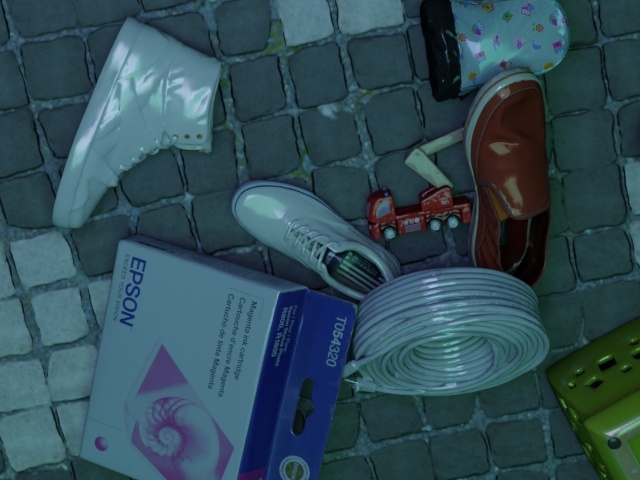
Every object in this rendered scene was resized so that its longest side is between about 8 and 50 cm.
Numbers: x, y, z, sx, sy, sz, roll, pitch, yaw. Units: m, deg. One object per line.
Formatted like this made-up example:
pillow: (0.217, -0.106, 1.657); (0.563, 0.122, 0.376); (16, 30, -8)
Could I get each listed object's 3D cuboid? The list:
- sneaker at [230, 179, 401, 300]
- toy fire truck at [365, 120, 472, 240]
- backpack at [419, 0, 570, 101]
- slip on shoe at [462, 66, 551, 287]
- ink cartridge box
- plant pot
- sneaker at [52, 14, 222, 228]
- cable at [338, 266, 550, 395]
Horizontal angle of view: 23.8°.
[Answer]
sneaker: (0.000, 0.000, 2.028); (0.258, 0.091, 0.094); (27, 103, -11)
toy fire truck: (0.150, -0.081, 2.039); (0.192, 0.047, 0.135); (-10, 106, 0)
backpack: (0.229, -0.256, 1.959); (0.182, 0.115, 0.152); (-9, 104, -4)
slip on shoe: (0.254, -0.074, 1.967); (0.123, 0.101, 0.331); (-20, 129, -23)
ink cartridge box: (-0.143, 0.190, 2.024); (0.330, 0.071, 0.324); (17, 105, 18)
plant pot: (0.468, 0.250, 2.074); (0.228, 0.207, 0.227); (-29, 106, 6)
sneaker: (-0.229, -0.124, 1.971); (0.169, 0.108, 0.292); (23, 102, -7)
cable: (0.170, 0.125, 2.017); (0.257, 0.089, 0.257); (14, 144, -28)
